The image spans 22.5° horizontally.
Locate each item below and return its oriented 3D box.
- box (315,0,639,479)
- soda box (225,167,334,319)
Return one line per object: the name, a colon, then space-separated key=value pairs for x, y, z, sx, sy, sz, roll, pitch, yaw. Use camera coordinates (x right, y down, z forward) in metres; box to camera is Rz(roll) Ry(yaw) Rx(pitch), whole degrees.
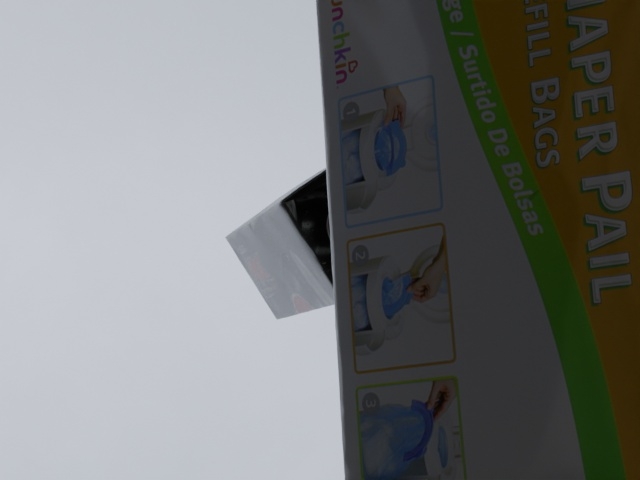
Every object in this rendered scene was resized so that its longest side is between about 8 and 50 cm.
box: x=0.073 y=-0.020 z=0.447 sx=0.103 sy=0.114 sz=0.203 roll=-10 pitch=-102 yaw=34
soda box: x=0.000 y=0.000 z=0.816 sx=0.053 sy=0.169 sz=0.060 roll=-32 pitch=-89 yaw=-13
